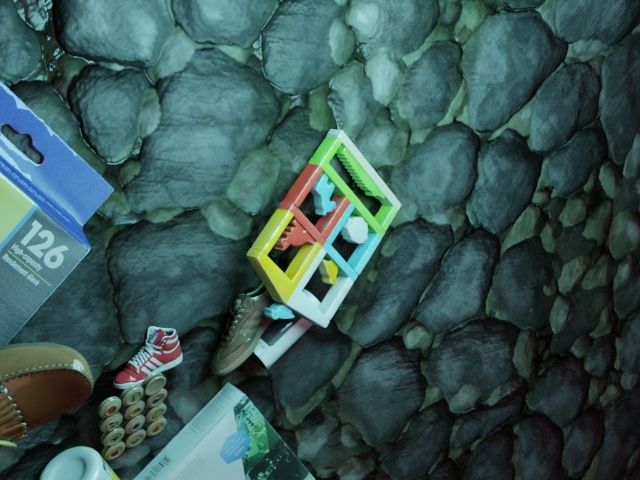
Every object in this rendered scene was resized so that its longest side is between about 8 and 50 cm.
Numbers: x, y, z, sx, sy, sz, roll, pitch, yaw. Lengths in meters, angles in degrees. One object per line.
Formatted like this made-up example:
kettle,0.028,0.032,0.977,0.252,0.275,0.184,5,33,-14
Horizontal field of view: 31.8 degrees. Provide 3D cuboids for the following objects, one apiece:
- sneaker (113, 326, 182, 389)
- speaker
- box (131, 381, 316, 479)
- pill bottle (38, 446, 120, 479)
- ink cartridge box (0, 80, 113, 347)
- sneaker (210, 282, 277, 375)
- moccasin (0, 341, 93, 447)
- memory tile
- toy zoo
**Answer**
sneaker,-0.256,0.169,1.645,0.118,0.042,0.067,-28,129,-37
speaker,-0.058,0.142,1.788,0.136,0.055,0.055,-43,131,-16
box,-0.143,0.413,1.839,0.232,0.058,0.322,-45,132,-14
pill bottle,-0.327,0.394,1.646,0.103,0.103,0.184,-41,130,-18
ink cartridge box,-0.435,-0.027,1.393,0.307,0.072,0.303,-50,132,-8
sneaker,-0.119,0.120,1.734,0.071,0.066,0.188,47,71,-25
moccasin,-0.461,0.237,1.380,0.380,0.147,0.139,-17,132,-19
memory tile,-0.275,0.261,1.657,0.113,0.012,0.148,-27,145,-28
toy zoo,0.000,0.000,1.741,0.192,0.030,0.293,49,65,-37
